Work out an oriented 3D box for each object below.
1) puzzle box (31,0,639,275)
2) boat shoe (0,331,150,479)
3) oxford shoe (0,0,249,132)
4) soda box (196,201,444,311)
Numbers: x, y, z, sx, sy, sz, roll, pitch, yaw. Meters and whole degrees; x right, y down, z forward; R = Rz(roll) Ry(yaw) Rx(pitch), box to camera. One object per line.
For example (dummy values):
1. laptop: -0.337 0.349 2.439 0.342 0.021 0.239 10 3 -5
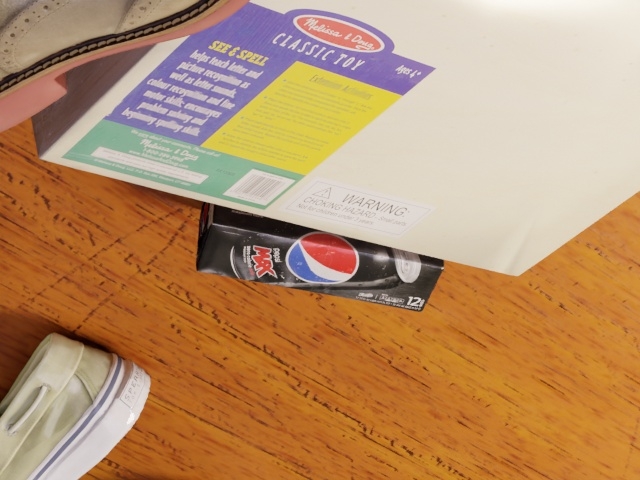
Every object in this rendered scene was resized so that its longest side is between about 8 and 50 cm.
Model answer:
1. puzzle box: 0.069 -0.097 1.036 0.409 0.052 0.272 14 141 -41
2. boat shoe: -0.255 0.175 1.419 0.094 0.109 0.302 37 120 -15
3. oxford shoe: -0.121 -0.157 0.836 0.348 0.123 0.130 -33 150 27
4. soda box: 0.000 0.000 1.228 0.169 0.060 0.053 10 137 -11
